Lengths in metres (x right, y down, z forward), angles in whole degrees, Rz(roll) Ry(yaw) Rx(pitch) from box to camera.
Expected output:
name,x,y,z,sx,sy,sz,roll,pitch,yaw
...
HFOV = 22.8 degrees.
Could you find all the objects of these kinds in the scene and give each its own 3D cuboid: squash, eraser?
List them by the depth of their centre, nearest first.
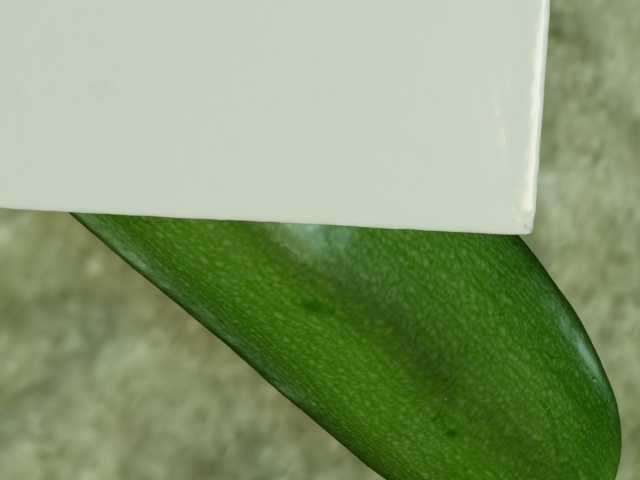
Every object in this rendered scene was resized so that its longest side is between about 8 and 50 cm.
name,x,y,z,sx,sy,sz,roll,pitch,yaw
eraser,-0.090,-0.055,0.429,0.298,0.076,0.078,3,107,3
squash,0.000,0.000,0.568,0.107,0.107,0.395,-50,122,-8
